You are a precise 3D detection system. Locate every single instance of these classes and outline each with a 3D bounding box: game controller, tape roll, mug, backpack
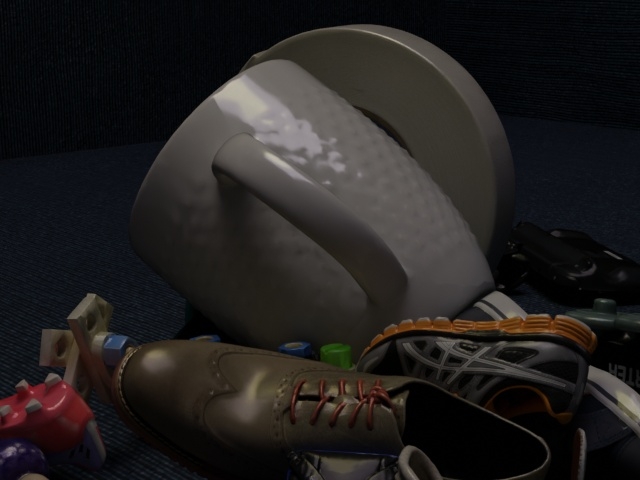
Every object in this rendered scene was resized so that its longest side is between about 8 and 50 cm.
[{"bbox_3d":[0.367,0.034,1.981,0.166,0.067,0.319,11,10,-13],"label":"game controller"},{"bbox_3d":[0.040,-0.065,1.649,0.392,0.392,0.072,6,15,27],"label":"tape roll"},{"bbox_3d":[0.000,0.000,1.413,0.328,0.276,0.374,40,-6,18],"label":"mug"},{"bbox_3d":[0.021,0.226,0.999,0.097,0.101,0.120,-2,44,11],"label":"backpack"}]

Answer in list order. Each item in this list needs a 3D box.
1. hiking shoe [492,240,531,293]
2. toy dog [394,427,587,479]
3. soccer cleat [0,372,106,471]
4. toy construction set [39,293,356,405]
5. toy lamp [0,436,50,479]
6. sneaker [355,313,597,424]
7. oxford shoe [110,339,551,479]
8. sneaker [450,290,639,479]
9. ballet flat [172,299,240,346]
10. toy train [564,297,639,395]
[{"bbox_3d":[0.242,0.035,1.934,0.114,0.086,0.227,13,25,19],"label":"hiking shoe"},{"bbox_3d":[0.196,0.203,0.863,0.220,0.161,0.334,40,6,-20],"label":"toy dog"},{"bbox_3d":[-0.306,0.186,1.273,0.248,0.095,0.083,-14,26,32],"label":"soccer cleat"},{"bbox_3d":[-0.096,0.149,1.279,0.327,0.151,0.215,17,19,22],"label":"toy construction set"},{"bbox_3d":[-0.176,0.220,1.081,0.080,0.080,0.274,-11,17,-39],"label":"toy lamp"},{"bbox_3d":[0.123,0.114,1.152,0.214,0.083,0.084,-9,-31,32],"label":"sneaker"},{"bbox_3d":[0.013,0.133,1.076,0.348,0.130,0.123,15,54,-9],"label":"oxford shoe"},{"bbox_3d":[0.197,0.166,1.206,0.127,0.126,0.321,-34,33,-11],"label":"sneaker"},{"bbox_3d":[-0.119,0.111,1.575,0.096,0.095,0.280,9,22,-2],"label":"ballet flat"},{"bbox_3d":[0.356,0.129,1.282,0.190,0.142,0.334,2,1,-22],"label":"toy train"}]
